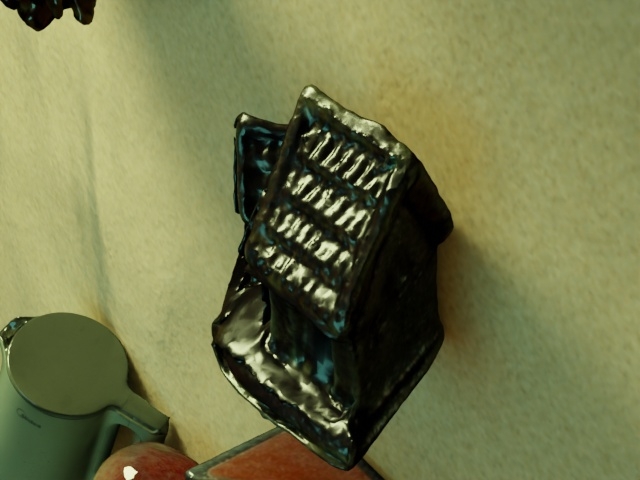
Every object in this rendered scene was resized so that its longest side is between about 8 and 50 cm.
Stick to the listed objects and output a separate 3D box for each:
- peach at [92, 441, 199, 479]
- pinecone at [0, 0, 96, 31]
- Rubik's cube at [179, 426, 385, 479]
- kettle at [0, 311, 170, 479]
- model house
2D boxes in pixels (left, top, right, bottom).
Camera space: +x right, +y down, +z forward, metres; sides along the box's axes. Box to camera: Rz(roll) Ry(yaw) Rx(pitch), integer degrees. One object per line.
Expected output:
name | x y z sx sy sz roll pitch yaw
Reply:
peach | -0.119 0.219 1.095 0.152 0.152 0.152 35 137 41
pinecone | -0.172 -0.190 0.898 0.173 0.173 0.174 35 137 41
Rubik's cube | -0.030 0.261 0.915 0.205 0.207 0.205 40 139 35
kettle | -0.189 0.135 1.183 0.127 0.098 0.148 59 145 23
model house | -0.005 -0.003 0.797 0.165 0.106 0.152 32 137 37
